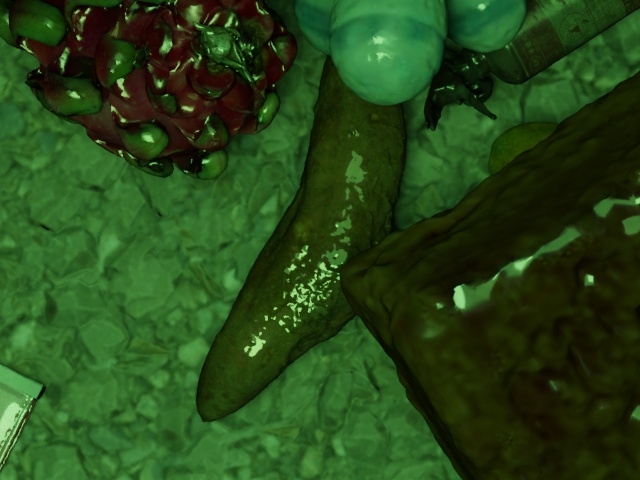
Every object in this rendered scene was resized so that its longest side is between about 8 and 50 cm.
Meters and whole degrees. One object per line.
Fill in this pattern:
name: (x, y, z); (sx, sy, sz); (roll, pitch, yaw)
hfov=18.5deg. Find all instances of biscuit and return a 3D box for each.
biscuit: (0.257, 0.065, 1.462); (0.395, 0.166, 0.342); (-34, 113, -2)

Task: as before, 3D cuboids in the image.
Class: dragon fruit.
dragon fruit: (-0.151, -0.167, 1.541); (0.273, 0.198, 0.218); (31, 59, 3)

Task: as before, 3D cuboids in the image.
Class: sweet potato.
sweet potato: (0.004, -0.001, 1.576); (0.114, 0.092, 0.341); (18, 82, 28)

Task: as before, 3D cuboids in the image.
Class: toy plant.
toy plant: (0.057, -0.256, 1.500); (0.247, 0.247, 0.332); (1, 70, 1)

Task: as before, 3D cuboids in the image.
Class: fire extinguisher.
fire extinguisher: (0.176, -0.174, 1.585); (0.252, 0.106, 0.075); (-32, 103, -4)

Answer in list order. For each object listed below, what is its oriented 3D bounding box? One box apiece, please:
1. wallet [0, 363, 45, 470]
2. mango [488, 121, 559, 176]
wallet: (-0.352, 0.119, 1.596); (0.232, 0.025, 0.119); (27, 83, 4)
mango: (0.208, -0.022, 1.578); (0.115, 0.089, 0.165); (-20, 80, 8)
